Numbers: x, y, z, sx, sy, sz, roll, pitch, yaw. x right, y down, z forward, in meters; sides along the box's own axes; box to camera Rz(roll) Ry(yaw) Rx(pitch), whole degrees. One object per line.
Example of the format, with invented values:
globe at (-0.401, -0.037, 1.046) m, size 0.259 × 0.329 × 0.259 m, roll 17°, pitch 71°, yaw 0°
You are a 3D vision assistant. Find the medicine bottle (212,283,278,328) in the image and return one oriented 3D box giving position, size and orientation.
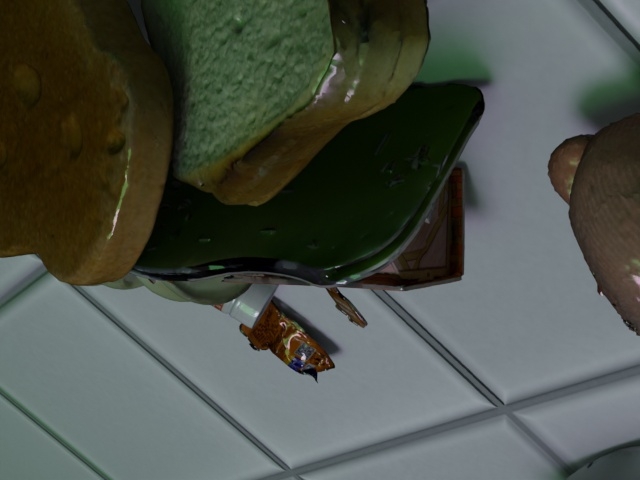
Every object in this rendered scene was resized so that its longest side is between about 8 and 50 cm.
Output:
medicine bottle at (-0.093, 0.044, 1.224) m, size 0.089 × 0.057 × 0.057 m, roll 31°, pitch 144°, yaw 2°

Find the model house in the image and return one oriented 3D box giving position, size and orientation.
model house at (-0.001, -0.001, 0.980) m, size 0.294 × 0.207 × 0.154 m, roll 0°, pitch 136°, yaw 37°

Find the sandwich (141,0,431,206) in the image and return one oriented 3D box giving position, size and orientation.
sandwich at (-0.033, -0.162, 0.839) m, size 0.087 × 0.226 × 0.251 m, roll -1°, pitch 161°, yaw -32°

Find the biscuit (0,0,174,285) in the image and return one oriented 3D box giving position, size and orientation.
biscuit at (-0.229, -0.099, 0.996) m, size 0.344 × 0.057 × 0.287 m, roll 49°, pitch 127°, yaw 35°

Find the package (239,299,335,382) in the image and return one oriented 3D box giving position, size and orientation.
package at (-0.036, 0.109, 1.277) m, size 0.110 × 0.033 × 0.077 m, roll 38°, pitch 154°, yaw 0°

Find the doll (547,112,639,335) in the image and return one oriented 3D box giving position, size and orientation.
doll at (0.303, -0.052, 0.778) m, size 0.303 × 0.156 × 0.201 m, roll -39°, pitch 63°, yaw 34°

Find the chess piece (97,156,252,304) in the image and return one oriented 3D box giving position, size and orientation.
chess piece at (-0.183, -0.007, 1.173) m, size 0.251 × 0.144 × 0.144 m, roll -4°, pitch 130°, yaw 46°

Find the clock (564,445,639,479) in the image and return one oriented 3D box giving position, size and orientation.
clock at (0.258, 0.299, 1.108) m, size 0.083 × 0.230 × 0.230 m, roll 41°, pitch 143°, yaw -11°
